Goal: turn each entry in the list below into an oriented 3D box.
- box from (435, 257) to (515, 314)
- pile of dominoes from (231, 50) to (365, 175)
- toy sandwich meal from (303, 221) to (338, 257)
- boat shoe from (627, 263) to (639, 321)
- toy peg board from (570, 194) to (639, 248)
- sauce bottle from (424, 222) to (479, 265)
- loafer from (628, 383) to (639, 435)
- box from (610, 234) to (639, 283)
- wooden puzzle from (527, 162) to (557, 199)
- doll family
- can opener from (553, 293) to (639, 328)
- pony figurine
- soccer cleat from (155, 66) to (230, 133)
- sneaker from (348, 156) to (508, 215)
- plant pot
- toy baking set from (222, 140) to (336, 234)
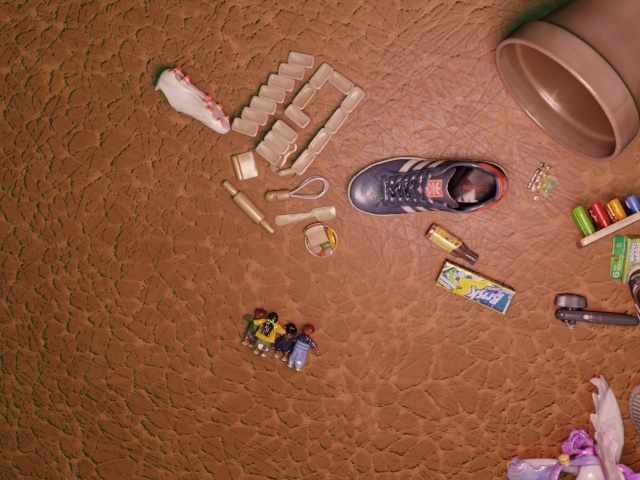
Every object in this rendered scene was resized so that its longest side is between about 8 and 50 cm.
[{"bbox_3d":[0.345,0.102,1.869,0.168,0.054,0.059,24,102,3],"label":"box"},{"bbox_3d":[-0.051,-0.284,1.859,0.196,0.040,0.251,39,91,4],"label":"pile of dominoes"},{"bbox_3d":[0.000,0.000,1.904,0.085,0.029,0.086,1,102,6],"label":"toy sandwich meal"},{"bbox_3d":[0.727,0.159,1.802,0.084,0.079,0.233,-25,116,20],"label":"boat shoe"},{"bbox_3d":[0.605,-0.054,1.763,0.160,0.161,0.079,-27,81,11],"label":"toy peg board"},{"bbox_3d":[0.294,0.010,1.866,0.128,0.042,0.042,32,102,-2],"label":"sauce bottle"},{"bbox_3d":[0.768,0.425,1.870,0.087,0.094,0.251,-25,101,-19],"label":"loafer"},{"bbox_3d":[0.727,0.044,1.818,0.179,0.043,0.105,3,101,8],"label":"box"},{"bbox_3d":[0.486,-0.127,1.834,0.049,0.006,0.083,27,102,2],"label":"wooden puzzle"},{"bbox_3d":[-0.092,0.221,1.939,0.193,0.076,0.111,21,98,-2],"label":"doll family"},{"bbox_3d":[0.608,0.166,1.846,0.186,0.059,0.073,10,101,5],"label":"can opener"},{"bbox_3d":[0.601,0.521,1.828,0.363,0.303,0.351,-22,105,25],"label":"pony figurine"},{"bbox_3d":[-0.284,-0.303,1.871,0.196,0.068,0.076,44,117,-1],"label":"soccer cleat"},{"bbox_3d":[0.228,-0.116,1.795,0.349,0.148,0.131,-6,100,8],"label":"sneaker"},{"bbox_3d":[0.555,-0.366,1.651,0.280,0.323,0.323,-45,93,-4],"label":"plant pot"},{"bbox_3d":[-0.093,-0.114,1.895,0.196,0.030,0.256,-39,94,12],"label":"toy baking set"}]
